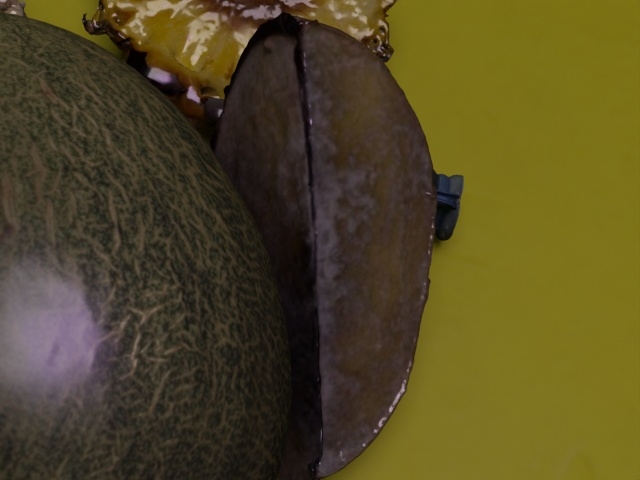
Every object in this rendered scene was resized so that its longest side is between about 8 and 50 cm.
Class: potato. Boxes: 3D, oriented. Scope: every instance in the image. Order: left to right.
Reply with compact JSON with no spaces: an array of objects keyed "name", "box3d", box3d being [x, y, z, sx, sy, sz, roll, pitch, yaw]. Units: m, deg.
[{"name":"potato","box3d":[0.002,0.002,0.719,0.100,0.120,0.261,-6,97,-33]}]

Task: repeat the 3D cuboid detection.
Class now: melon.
[{"name":"melon","box3d":[-0.146,0.037,0.609,0.249,0.248,0.329,-18,67,-16]}]

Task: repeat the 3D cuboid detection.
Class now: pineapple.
[{"name":"pineapple","box3d":[-0.049,-0.154,0.802,0.225,0.076,0.224,2,67,-6]}]

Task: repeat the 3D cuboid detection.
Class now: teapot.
[{"name":"teapot","box3d":[0.049,-0.034,0.768,0.083,0.063,0.049,13,58,-4]}]

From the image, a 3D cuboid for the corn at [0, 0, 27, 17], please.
[{"name":"corn","box3d":[-0.281,-0.164,0.767,0.211,0.087,0.087,1,65,-11]}]
